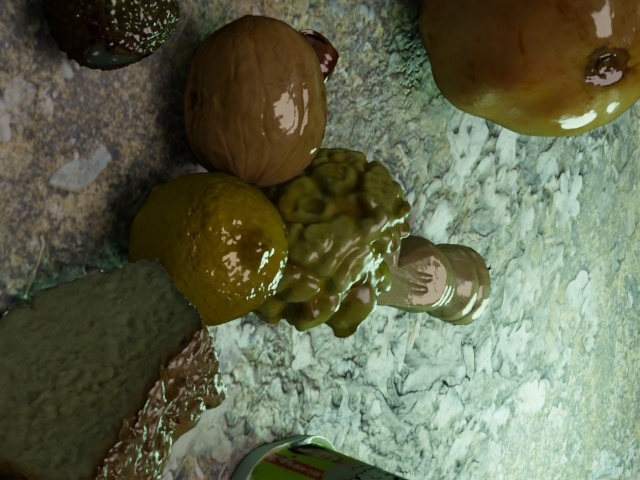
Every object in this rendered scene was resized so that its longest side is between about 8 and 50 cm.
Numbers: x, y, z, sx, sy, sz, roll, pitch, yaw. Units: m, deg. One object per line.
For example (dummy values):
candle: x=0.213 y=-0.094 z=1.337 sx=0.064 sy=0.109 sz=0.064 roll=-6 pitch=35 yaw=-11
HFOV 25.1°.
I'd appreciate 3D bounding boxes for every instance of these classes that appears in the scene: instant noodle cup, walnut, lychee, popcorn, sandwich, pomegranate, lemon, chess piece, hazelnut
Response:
instant noodle cup: x=0.052 y=0.443 z=2.064 sx=0.294 sy=0.308 sz=0.294 roll=-17 pitch=111 yaw=-52
walnut: x=-0.083 y=-0.178 z=1.829 sx=0.195 sy=0.195 sz=0.221 roll=-5 pitch=93 yaw=-54
lychee: x=-0.239 y=-0.276 z=1.619 sx=0.171 sy=0.171 sz=0.171 roll=-18 pitch=112 yaw=-51
popcorn: x=0.000 y=0.000 z=1.965 sx=0.270 sy=0.224 sz=0.257 roll=-11 pitch=124 yaw=-62
sandwich: x=-0.258 y=0.169 z=1.606 sx=0.325 sy=0.262 sz=0.131 roll=-57 pitch=144 yaw=-29
pomegranate: x=0.355 y=-0.361 z=2.255 sx=0.411 sy=0.411 sz=0.411 roll=-18 pitch=112 yaw=-51
lemon: x=-0.141 y=0.010 z=1.772 sx=0.192 sy=0.231 sz=0.192 roll=0 pitch=90 yaw=-33
chess piece: x=0.142 y=0.055 z=2.263 sx=0.301 sy=0.137 sz=0.137 roll=11 pitch=89 yaw=-51
hazelnut: x=-0.015 y=-0.252 z=2.005 sx=0.086 sy=0.086 sz=0.086 roll=-18 pitch=112 yaw=-51
